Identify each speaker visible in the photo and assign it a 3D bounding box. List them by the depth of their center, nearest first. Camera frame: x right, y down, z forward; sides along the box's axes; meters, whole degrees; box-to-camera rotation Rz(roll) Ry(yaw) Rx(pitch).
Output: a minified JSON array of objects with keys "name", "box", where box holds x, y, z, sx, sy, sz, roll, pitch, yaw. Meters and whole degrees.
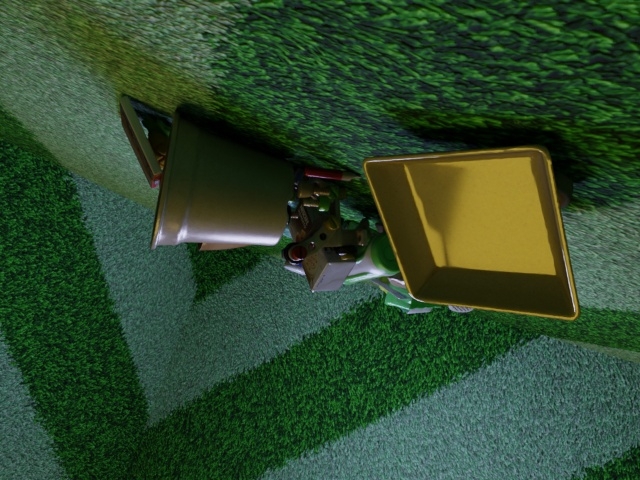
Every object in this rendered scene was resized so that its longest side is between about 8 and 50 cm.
[{"name":"speaker","box":[0.133,0.057,1.664,0.131,0.131,0.296,23,161,-21]}]

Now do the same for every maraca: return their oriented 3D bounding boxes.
[{"name":"maraca","box":[-0.421,-0.261,1.538,0.127,0.099,0.186,17,146,23]}]

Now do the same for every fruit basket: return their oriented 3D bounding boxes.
[{"name":"fruit basket","box":[0.311,0.165,2.248,0.327,0.166,0.353,1,-168,-38]}]

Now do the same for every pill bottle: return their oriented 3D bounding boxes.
[{"name":"pill bottle","box":[-0.075,0.045,2.416,0.112,0.187,0.112,19,172,3]}]

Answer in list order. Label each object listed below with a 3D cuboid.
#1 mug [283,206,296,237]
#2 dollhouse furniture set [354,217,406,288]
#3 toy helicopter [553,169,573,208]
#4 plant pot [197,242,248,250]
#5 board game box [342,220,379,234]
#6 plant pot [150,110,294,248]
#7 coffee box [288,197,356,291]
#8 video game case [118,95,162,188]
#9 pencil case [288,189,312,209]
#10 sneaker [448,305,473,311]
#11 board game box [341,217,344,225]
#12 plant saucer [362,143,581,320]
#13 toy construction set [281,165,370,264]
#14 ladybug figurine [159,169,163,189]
[{"name":"mug","box":[-0.091,-0.061,2.065,0.129,0.097,0.158,19,172,4]},{"name":"dollhouse furniture set","box":[0.258,0.016,1.782,0.212,0.161,0.242,12,147,42]},{"name":"toy helicopter","box":[0.365,-0.035,1.081,0.235,0.140,0.355,27,159,-5]},{"name":"plant pot","box":[-0.383,-0.058,2.427,0.254,0.237,0.237,8,176,-21]},{"name":"board game box","box":[0.197,0.010,2.050,0.317,0.046,0.213,22,172,-19]},{"name":"plant pot","box":[-0.239,-0.120,1.405,0.305,0.334,0.334,10,175,-18]},{"name":"coffee box","box":[0.000,0.009,1.662,0.098,0.247,0.141,0,141,-28]},{"name":"video game case","box":[-0.480,-0.251,1.506,0.025,0.204,0.285,-25,-174,-17]},{"name":"pencil case","box":[-0.062,-0.117,1.744,0.070,0.065,0.151,-1,162,27]},{"name":"sneaker","box":[0.491,0.108,1.797,0.126,0.128,0.321,15,148,-7]},{"name":"board game box","box":[0.000,0.000,2.021,0.042,0.165,0.243,22,171,-16]},{"name":"plant saucer","box":[0.271,-0.027,0.994,0.332,0.081,0.333,2,127,40]},{"name":"toy construction set","box":[0.033,-0.077,1.458,0.237,0.258,0.309,3,154,-18]},{"name":"ladybug figurine","box":[-0.430,-0.143,1.995,0.305,0.162,0.449,33,167,-29]}]
